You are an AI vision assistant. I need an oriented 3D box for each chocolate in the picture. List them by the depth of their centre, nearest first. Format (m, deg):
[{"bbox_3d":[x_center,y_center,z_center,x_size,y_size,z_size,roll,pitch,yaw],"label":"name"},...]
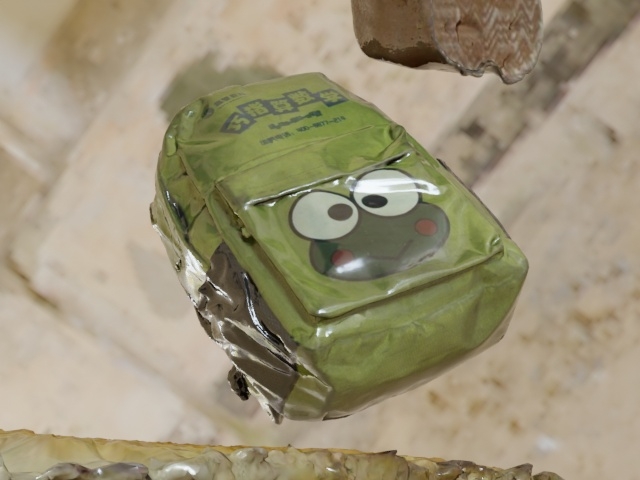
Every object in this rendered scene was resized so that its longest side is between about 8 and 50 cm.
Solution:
[{"bbox_3d":[0.079,-0.211,1.346,0.093,0.148,0.214,-1,91,41],"label":"chocolate"}]

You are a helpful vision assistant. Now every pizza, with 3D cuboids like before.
[{"bbox_3d":[-0.079,0.121,0.850,0.435,0.391,0.080,-5,78,58],"label":"pizza"}]

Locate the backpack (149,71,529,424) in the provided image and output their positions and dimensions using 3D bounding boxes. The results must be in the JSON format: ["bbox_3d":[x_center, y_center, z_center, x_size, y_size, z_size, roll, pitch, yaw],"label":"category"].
[{"bbox_3d":[0.000,0.000,1.298,0.207,0.253,0.140,-20,-38,-26],"label":"backpack"}]
